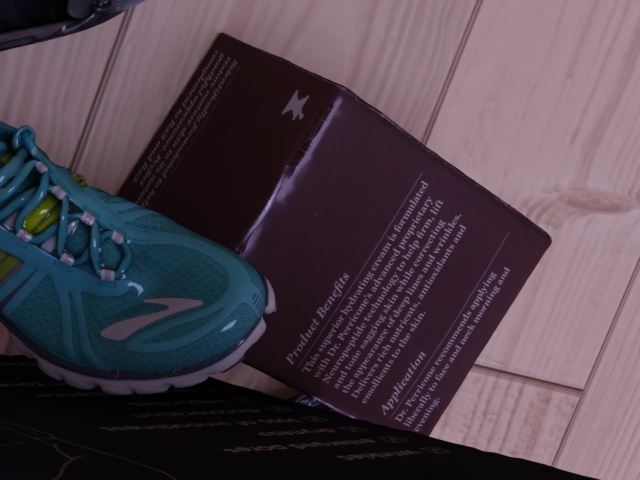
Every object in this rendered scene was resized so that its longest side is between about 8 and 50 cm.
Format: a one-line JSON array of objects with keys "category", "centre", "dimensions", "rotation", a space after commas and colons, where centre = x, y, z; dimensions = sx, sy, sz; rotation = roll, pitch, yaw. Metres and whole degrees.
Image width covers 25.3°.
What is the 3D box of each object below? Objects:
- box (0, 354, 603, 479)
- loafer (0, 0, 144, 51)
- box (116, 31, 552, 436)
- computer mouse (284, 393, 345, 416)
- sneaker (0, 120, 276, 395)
[{"category": "box", "centre": [-0.134, 0.227, 0.652], "dimensions": [0.480, 0.472, 0.297], "rotation": [6, 91, -47]}, {"category": "loafer", "centre": [-0.165, -0.148, 0.816], "dimensions": [0.267, 0.084, 0.096], "rotation": [-26, 119, -19]}, {"category": "box", "centre": [0.000, 0.000, 0.918], "dimensions": [0.203, 0.167, 0.168], "rotation": [32, 91, -34]}, {"category": "computer mouse", "centre": [-0.034, 0.241, 1.056], "dimensions": [0.188, 0.072, 0.272], "rotation": [-12, 102, -23]}, {"category": "sneaker", "centre": [-0.156, -0.003, 0.768], "dimensions": [0.107, 0.275, 0.110], "rotation": [-60, 162, -28]}]
